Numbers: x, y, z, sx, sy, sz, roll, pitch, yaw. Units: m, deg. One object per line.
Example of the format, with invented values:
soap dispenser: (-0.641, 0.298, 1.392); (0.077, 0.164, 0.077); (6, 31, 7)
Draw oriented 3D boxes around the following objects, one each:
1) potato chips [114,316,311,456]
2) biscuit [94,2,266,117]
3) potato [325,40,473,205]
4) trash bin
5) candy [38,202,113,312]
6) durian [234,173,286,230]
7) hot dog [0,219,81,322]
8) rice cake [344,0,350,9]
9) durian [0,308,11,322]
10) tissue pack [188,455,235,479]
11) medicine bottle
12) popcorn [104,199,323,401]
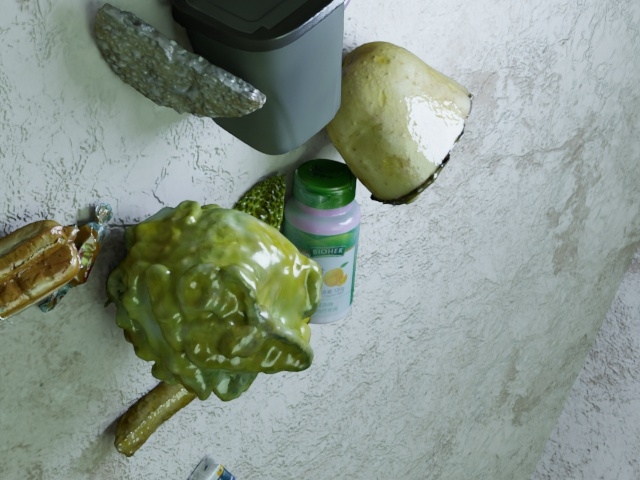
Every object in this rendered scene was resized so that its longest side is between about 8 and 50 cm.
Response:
potato chips: (-0.186, 0.221, 2.160); (0.407, 0.080, 0.057); (-35, 130, -20)
biscuit: (-0.206, -0.223, 1.739); (0.250, 0.133, 0.032); (29, 56, -19)
potato: (0.107, -0.215, 2.105); (0.242, 0.243, 0.285); (75, 31, -47)
trash bin: (-0.073, -0.275, 1.833); (0.220, 0.219, 0.250); (-40, 148, -25)
candy: (-0.347, 0.027, 1.839); (0.182, 0.046, 0.053); (-60, 149, -5)
durian: (-0.100, -0.006, 2.122); (0.100, 0.086, 0.215); (-13, 124, -65)
hot dog: (-0.425, 0.052, 1.722); (0.249, 0.076, 0.102); (-34, 111, -24)
rice cake: (0.029, -0.390, 2.019); (0.270, 0.055, 0.049); (-59, 151, -5)
durian: (-0.507, -0.011, 1.482); (0.158, 0.169, 0.352); (-43, 144, -26)
tissue pack: (-0.198, 0.437, 2.351); (0.062, 0.042, 0.083); (-50, 145, -12)
medicine bottle: (0.000, 0.000, 2.205); (0.133, 0.133, 0.274); (-28, 134, -40)
popcorn: (-0.153, 0.096, 1.925); (0.312, 0.312, 0.312); (-33, 138, -36)
